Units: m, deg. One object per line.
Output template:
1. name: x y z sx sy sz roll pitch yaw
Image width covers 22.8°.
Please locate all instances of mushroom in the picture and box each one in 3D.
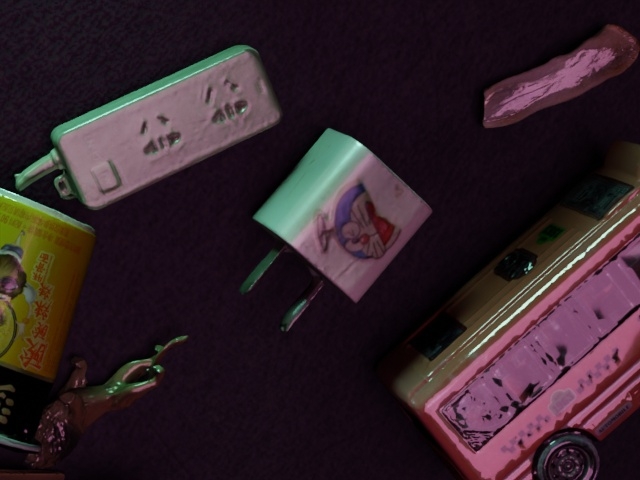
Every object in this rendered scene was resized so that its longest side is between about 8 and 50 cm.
1. mushroom: 0.268 -0.184 1.807 0.202 0.054 0.059 -28 104 -6

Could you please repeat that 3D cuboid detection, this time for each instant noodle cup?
1. instant noodle cup: -0.333 0.072 1.579 0.215 0.215 0.236 25 83 -22

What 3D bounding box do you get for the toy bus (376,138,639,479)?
1. toy bus: 0.283 0.096 1.792 0.427 0.203 0.233 -42 107 -4

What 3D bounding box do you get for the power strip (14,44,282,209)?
1. power strip: -0.184 -0.109 1.661 0.288 0.053 0.093 -27 110 -13

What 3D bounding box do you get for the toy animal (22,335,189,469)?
1. toy animal: -0.236 0.159 1.697 0.219 0.069 0.086 -33 132 -4

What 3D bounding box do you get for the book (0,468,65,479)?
1. book: -0.359 0.304 1.653 0.198 0.016 0.139 13 96 -54

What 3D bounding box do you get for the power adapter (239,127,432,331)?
1. power adapter: 0.000 0.000 1.709 0.130 0.125 0.205 40 86 -23
